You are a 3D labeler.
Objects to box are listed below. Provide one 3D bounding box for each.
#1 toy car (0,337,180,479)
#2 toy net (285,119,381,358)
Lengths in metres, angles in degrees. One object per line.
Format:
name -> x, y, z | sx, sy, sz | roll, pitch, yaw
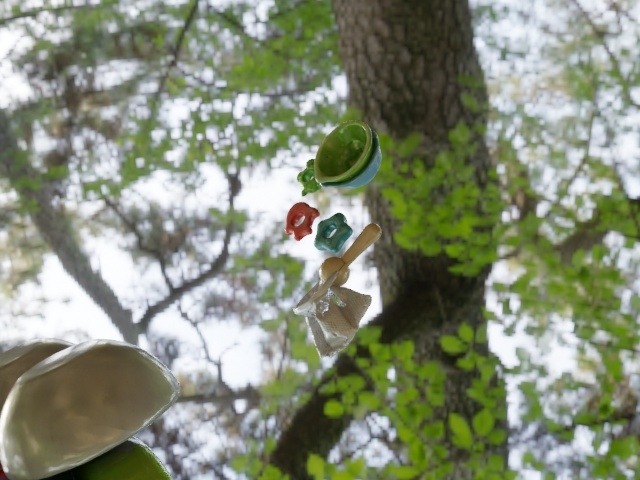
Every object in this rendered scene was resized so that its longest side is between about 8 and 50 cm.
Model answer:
toy car -> -0.113, 0.133, 0.491 | 0.136, 0.159, 0.182 | -29, -169, -29
toy net -> 0.000, 0.000, 1.098 | 0.122, 0.045, 0.232 | -15, -128, 35
